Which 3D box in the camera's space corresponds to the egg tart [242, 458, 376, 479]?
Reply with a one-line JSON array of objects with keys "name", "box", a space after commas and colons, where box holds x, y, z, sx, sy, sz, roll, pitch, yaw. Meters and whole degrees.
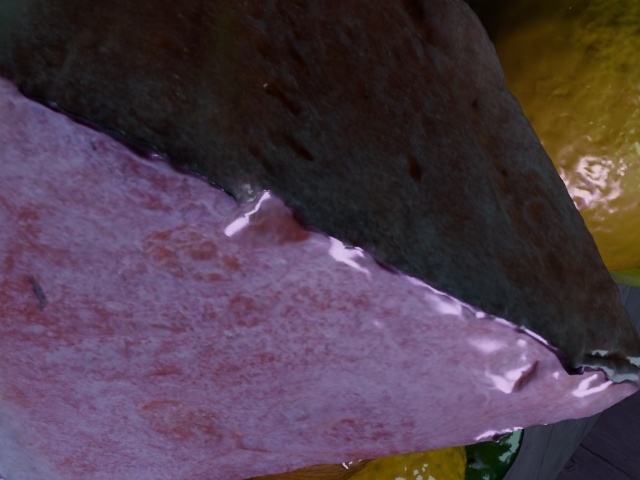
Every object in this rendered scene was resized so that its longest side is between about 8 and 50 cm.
[{"name": "egg tart", "box": [-0.014, 0.067, 0.764, 0.202, 0.202, 0.147, -44, 163, -32]}]

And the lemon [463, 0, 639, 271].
[{"name": "lemon", "box": [0.169, -0.107, 0.882, 0.219, 0.240, 0.240, 27, 96, -30]}]

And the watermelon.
[{"name": "watermelon", "box": [-0.031, -0.001, 0.579, 0.283, 0.293, 0.250, -44, -176, -35]}]

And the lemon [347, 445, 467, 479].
[{"name": "lemon", "box": [0.016, 0.151, 0.912, 0.180, 0.193, 0.181, 1, 89, -31]}]

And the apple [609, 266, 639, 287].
[{"name": "apple", "box": [0.331, -0.030, 1.329, 0.246, 0.226, 0.246, -43, 152, -30]}]

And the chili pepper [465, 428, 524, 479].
[{"name": "chili pepper", "box": [0.097, 0.168, 1.163, 0.213, 0.167, 0.385, -15, 132, -63]}]
